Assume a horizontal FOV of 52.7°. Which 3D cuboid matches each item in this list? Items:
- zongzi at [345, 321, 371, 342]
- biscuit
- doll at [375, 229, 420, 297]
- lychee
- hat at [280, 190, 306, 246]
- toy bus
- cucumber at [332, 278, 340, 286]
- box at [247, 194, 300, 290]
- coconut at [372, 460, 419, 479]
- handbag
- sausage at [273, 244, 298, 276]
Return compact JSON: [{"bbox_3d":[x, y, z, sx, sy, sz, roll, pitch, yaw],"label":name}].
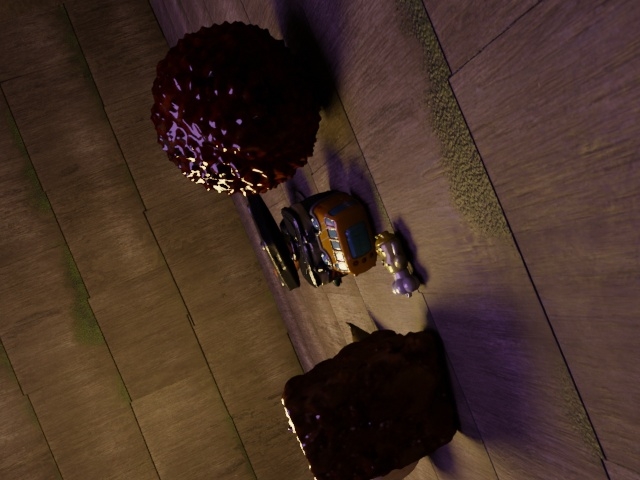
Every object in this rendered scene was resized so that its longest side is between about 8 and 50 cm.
[{"bbox_3d":[0.161,0.311,1.851,0.260,0.122,0.289,102,148,-60],"label":"zongzi"},{"bbox_3d":[0.116,0.412,1.575,0.166,0.394,0.343,-135,24,-63],"label":"biscuit"},{"bbox_3d":[0.174,0.055,1.481,0.106,0.062,0.163,133,113,-81],"label":"doll"},{"bbox_3d":[-0.213,-0.332,1.605,0.500,0.424,0.425,-124,17,-44],"label":"lychee"},{"bbox_3d":[-0.083,-0.039,2.246,0.252,0.109,0.252,60,166,25],"label":"hat"},{"bbox_3d":[0.070,-0.010,1.663,0.136,0.126,0.210,27,138,58],"label":"toy bus"},{"bbox_3d":[0.048,0.107,2.139,0.032,0.032,0.133,55,163,43],"label":"cucumber"},{"bbox_3d":[-0.166,0.002,2.254,0.289,0.073,0.290,65,-179,-46],"label":"box"},{"bbox_3d":[0.152,0.585,1.984,0.329,0.328,0.329,60,165,27],"label":"coconut"},{"bbox_3d":[0.000,0.000,1.818,0.181,0.181,0.255,37,148,66],"label":"handbag"},{"bbox_3d":[-0.133,0.073,2.609,0.121,0.121,0.304,64,166,13],"label":"sausage"}]
